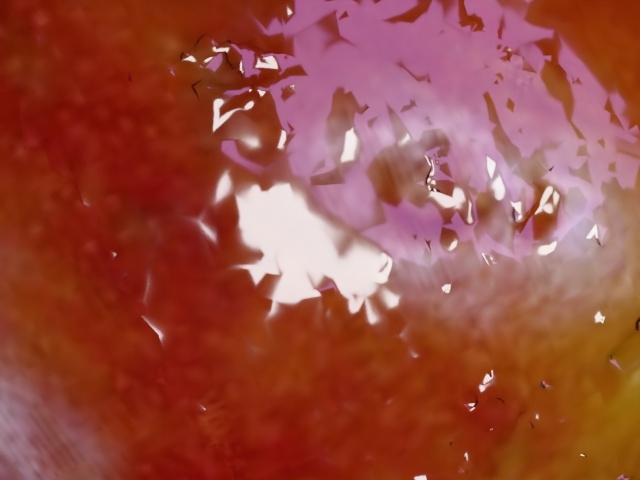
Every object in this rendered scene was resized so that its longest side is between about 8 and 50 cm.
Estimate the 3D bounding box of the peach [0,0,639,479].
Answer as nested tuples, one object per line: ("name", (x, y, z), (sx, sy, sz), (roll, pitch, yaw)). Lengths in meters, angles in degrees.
("peach", (0.000, 0.000, 0.602), (0.416, 0.339, 0.353), (27, 49, -20))
